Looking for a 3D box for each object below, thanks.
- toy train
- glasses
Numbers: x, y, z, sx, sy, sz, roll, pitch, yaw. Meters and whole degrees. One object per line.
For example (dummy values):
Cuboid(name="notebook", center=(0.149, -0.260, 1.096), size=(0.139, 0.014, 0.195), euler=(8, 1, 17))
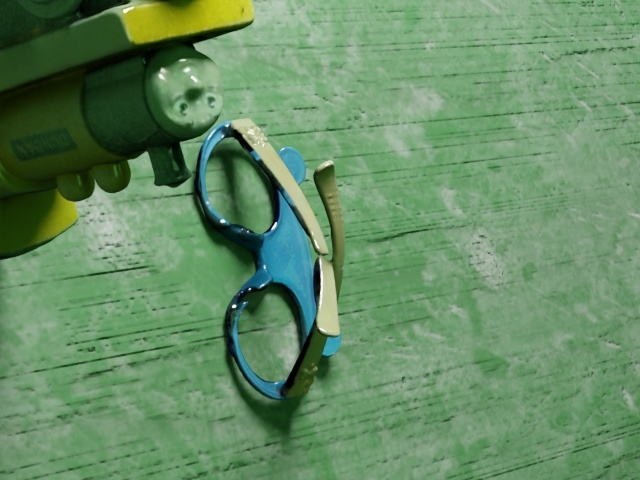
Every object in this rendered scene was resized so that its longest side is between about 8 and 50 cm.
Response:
Cuboid(name="toy train", center=(-0.184, -0.114, 1.210), size=(0.150, 0.369, 0.237), euler=(-18, 95, -43))
Cuboid(name="glasses", center=(-0.036, 0.007, 1.469), size=(0.102, 0.207, 0.239), euler=(-11, 84, -7))
